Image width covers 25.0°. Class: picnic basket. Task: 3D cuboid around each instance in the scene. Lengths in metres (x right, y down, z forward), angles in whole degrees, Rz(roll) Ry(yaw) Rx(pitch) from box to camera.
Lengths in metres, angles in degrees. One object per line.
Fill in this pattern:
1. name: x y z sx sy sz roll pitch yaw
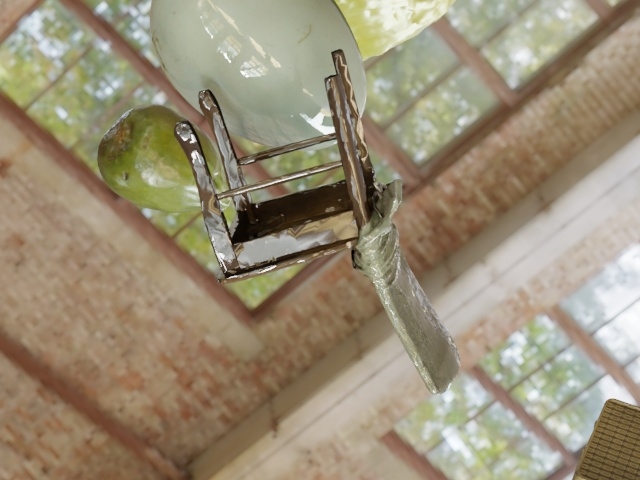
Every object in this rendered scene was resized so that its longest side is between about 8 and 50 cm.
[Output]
1. picnic basket: 0.359 0.270 1.678 0.115 0.079 0.164 17 -141 17

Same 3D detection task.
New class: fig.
1. fig: -0.245 -0.117 2.342 0.233 0.167 0.167 36 -161 -7

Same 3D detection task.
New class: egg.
1. egg: -0.060 -0.195 1.489 0.264 0.183 0.183 41 -161 -30

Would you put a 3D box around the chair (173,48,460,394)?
1. chair: 0.000 0.000 1.370 0.160 0.186 0.319 -76 -31 -71

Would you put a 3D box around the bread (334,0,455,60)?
1. bread: 0.015 -0.423 1.808 0.348 0.348 0.308 59 -177 25
